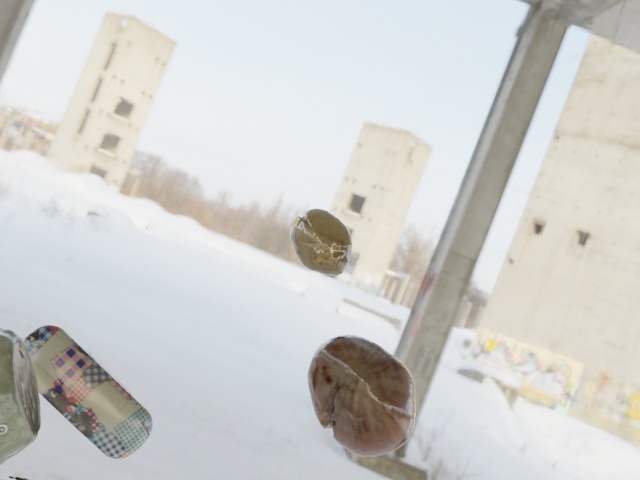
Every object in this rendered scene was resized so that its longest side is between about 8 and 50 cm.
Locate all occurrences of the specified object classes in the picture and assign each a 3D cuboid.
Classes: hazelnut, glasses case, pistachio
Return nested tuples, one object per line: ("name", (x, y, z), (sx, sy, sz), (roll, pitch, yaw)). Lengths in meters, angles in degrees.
("hazelnut", (0.065, 0.258, 1.391), (0.212, 0.181, 0.180), (45, 26, 19))
("glasses case", (-0.488, 0.312, 1.727), (0.327, 0.125, 0.076), (45, -13, -5))
("pistachio", (0.000, 0.000, 1.860), (0.135, 0.136, 0.226), (23, 16, -26))

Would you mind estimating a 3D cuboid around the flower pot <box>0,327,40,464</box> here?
("flower pot", (-0.573, 0.255, 1.356), (0.195, 0.246, 0.246), (-11, 2, -8))

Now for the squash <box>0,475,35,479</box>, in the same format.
("squash", (-0.333, 0.292, 0.971), (0.236, 0.204, 0.155), (8, 38, 19))
